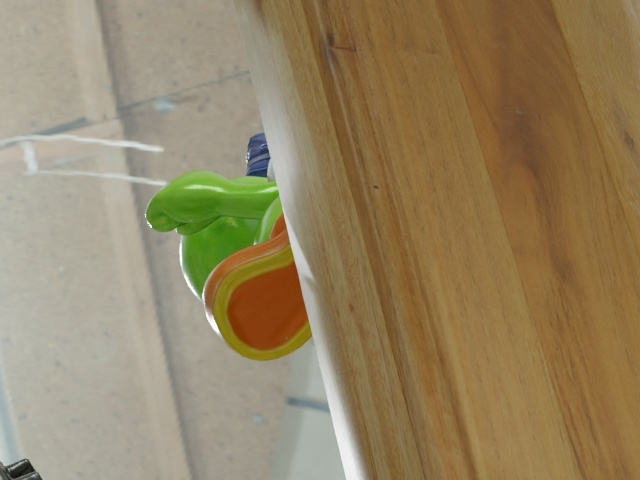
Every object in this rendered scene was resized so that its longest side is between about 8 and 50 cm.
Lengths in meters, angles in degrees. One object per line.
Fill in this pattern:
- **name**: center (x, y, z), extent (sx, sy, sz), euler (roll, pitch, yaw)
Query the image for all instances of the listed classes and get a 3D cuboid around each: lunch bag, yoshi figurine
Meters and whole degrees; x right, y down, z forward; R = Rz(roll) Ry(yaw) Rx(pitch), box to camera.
- **lunch bag**: center (-0.026, -0.048, 1.133), extent (0.065, 0.067, 0.098), euler (-90, -17, -48)
- **yoshi figurine**: center (-0.013, 0.024, 0.865), extent (0.203, 0.362, 0.204), euler (-1, -73, -4)

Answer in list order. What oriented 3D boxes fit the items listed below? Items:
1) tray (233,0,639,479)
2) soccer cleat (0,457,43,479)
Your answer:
- **tray**: center (0.081, -0.050, 0.619), extent (0.202, 0.076, 0.411), euler (0, -118, -29)
- **soccer cleat**: center (-0.136, 0.245, 0.645), extent (0.121, 0.093, 0.289), euler (-28, -84, -17)
